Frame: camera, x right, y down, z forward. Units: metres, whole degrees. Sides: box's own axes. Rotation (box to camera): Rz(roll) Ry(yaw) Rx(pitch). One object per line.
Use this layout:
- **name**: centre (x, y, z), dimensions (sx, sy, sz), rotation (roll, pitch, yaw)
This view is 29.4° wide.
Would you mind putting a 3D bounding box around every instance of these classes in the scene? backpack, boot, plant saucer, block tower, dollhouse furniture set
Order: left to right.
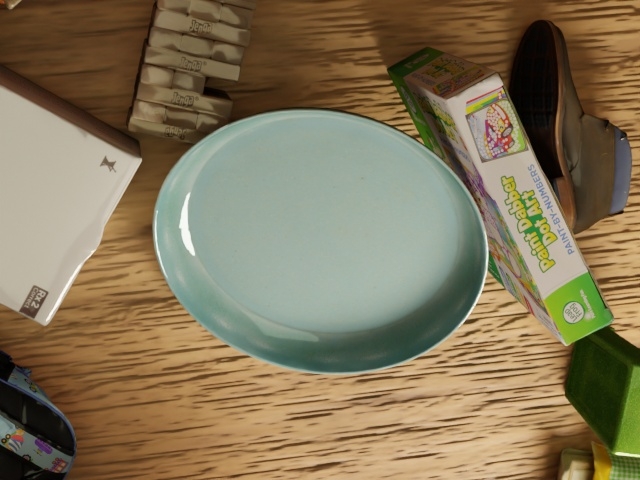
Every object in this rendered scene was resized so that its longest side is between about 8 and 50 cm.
- **backpack**: centre (-0.325, 0.184, 1.171), dimensions (0.173, 0.117, 0.158), rotation (31, 96, -14)
- **block tower**: centre (-0.098, -0.256, 1.122), dimensions (0.097, 0.091, 0.335), rotation (11, 102, -13)
- **plant saucer**: centre (0.000, 0.000, 1.161), dimensions (0.317, 0.044, 0.317), rotation (4, 128, 5)
- **boot**: centre (0.255, -0.114, 1.236), dimensions (0.106, 0.082, 0.219), rotation (-9, 101, -30)
- **dollhouse furniture set**: centre (0.360, 0.255, 1.285), dimensions (0.197, 0.151, 0.301), rotation (6, 102, -11)

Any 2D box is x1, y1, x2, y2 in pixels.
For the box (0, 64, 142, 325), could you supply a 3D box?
- **box**: centre (-0.285, -0.050, 1.123), dimensions (0.182, 0.119, 0.181), rotation (29, 96, -15)

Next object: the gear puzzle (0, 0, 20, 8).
- **gear puzzle**: centre (-0.358, -0.230, 1.046), dimensions (0.175, 0.044, 0.339), rotation (42, 67, -8)

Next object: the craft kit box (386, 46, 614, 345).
- **craft kit box**: centre (0.160, -0.052, 1.130), dimensions (0.061, 0.250, 0.246), rotation (-26, 105, -2)
